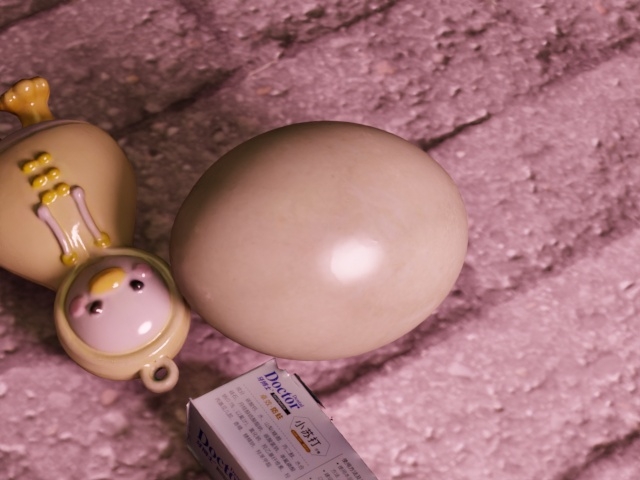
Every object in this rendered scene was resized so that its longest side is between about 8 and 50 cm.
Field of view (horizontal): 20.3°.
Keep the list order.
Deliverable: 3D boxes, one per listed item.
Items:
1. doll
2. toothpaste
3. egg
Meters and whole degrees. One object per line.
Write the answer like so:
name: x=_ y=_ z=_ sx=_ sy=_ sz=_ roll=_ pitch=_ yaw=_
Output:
doll: x=-0.191 y=-0.001 z=1.412 sx=0.141 sy=0.117 sz=0.296 roll=-28 pitch=58 yaw=-17
toothpaste: x=0.019 y=0.221 z=1.286 sx=0.089 sy=0.071 sz=0.313 roll=-27 pitch=59 yaw=-24
egg: x=0.000 y=0.000 z=1.389 sx=0.253 sy=0.186 sz=0.186 roll=-10 pitch=51 yaw=-35
